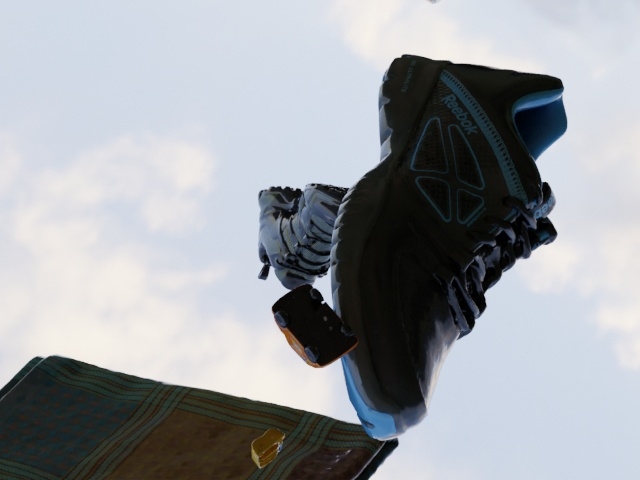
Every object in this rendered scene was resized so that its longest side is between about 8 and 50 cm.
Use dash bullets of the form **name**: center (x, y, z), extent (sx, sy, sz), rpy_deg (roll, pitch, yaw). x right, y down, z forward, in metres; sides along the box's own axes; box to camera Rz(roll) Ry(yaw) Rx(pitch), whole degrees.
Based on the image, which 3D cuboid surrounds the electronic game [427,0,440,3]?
- **electronic game**: center (0.167, -0.333, 1.815), extent (0.048, 0.229, 0.229), rpy_deg (33, -140, 4)

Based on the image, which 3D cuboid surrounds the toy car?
- **toy car**: center (-0.026, 0.088, 1.179), extent (0.060, 0.040, 0.122), rpy_deg (32, -117, 13)

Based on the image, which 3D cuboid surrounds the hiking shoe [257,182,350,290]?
- **hiking shoe**: center (0.000, 0.000, 1.964), extent (0.086, 0.114, 0.227), rpy_deg (8, 176, -25)

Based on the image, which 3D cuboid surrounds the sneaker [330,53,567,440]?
- **sneaker**: center (0.093, -0.010, 1.304), extent (0.139, 0.125, 0.341), rpy_deg (2, -130, 15)

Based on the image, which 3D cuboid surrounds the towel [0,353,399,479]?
- **towel**: center (-0.157, 0.192, 1.522), extent (0.370, 0.040, 0.271), rpy_deg (8, -150, 28)
